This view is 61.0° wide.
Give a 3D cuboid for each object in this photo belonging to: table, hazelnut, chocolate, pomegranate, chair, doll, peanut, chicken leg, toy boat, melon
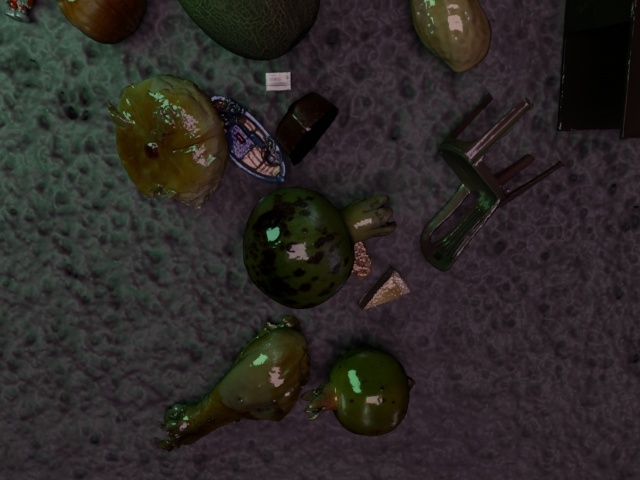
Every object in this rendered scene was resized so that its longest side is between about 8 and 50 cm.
[{"bbox_3d":[0.602,-0.343,1.020,0.196,0.250,0.282,-3,104,-3],"label":"table"},{"bbox_3d":[-0.401,-0.446,1.009,0.150,0.150,0.150,-1,105,-2],"label":"hazelnut"},{"bbox_3d":[-0.042,-0.233,1.095,0.080,0.125,0.149,42,104,5],"label":"chocolate"},{"bbox_3d":[0.088,0.339,1.185,0.246,0.198,0.198,-15,110,-46],"label":"pomegranate"},{"bbox_3d":[0.301,-0.116,1.108,0.326,0.175,0.183,-42,112,2],"label":"chair"},{"bbox_3d":[-0.002,0.016,1.085,0.305,0.242,0.243,0,105,-20],"label":"pomegranate"},{"bbox_3d":[-0.575,-0.506,1.019,0.094,0.079,0.180,19,118,17],"label":"doll"},{"bbox_3d":[0.232,-0.473,1.031,0.149,0.149,0.313,-21,105,3],"label":"peanut"},{"bbox_3d":[-0.196,0.350,1.234,0.429,0.152,0.201,-33,88,14],"label":"chicken leg"},{"bbox_3d":[-0.150,-0.199,1.103,0.100,0.097,0.223,-43,102,11],"label":"toy boat"},{"bbox_3d":[-0.142,-0.469,0.959,0.237,0.237,0.302,-42,100,8],"label":"melon"}]

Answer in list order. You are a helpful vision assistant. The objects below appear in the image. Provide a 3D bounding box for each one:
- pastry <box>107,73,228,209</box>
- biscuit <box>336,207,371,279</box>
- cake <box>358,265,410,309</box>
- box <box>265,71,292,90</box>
[{"bbox_3d":[-0.295,-0.193,1.050,0.256,0.121,0.236,23,121,19],"label":"pastry"},{"bbox_3d":[0.014,-0.007,1.192,0.250,0.035,0.162,44,98,-12],"label":"biscuit"},{"bbox_3d":[0.140,0.122,1.222,0.065,0.052,0.121,43,98,-14],"label":"cake"},{"bbox_3d":[-0.081,-0.312,1.066,0.050,0.117,0.036,-2,107,0],"label":"box"}]
